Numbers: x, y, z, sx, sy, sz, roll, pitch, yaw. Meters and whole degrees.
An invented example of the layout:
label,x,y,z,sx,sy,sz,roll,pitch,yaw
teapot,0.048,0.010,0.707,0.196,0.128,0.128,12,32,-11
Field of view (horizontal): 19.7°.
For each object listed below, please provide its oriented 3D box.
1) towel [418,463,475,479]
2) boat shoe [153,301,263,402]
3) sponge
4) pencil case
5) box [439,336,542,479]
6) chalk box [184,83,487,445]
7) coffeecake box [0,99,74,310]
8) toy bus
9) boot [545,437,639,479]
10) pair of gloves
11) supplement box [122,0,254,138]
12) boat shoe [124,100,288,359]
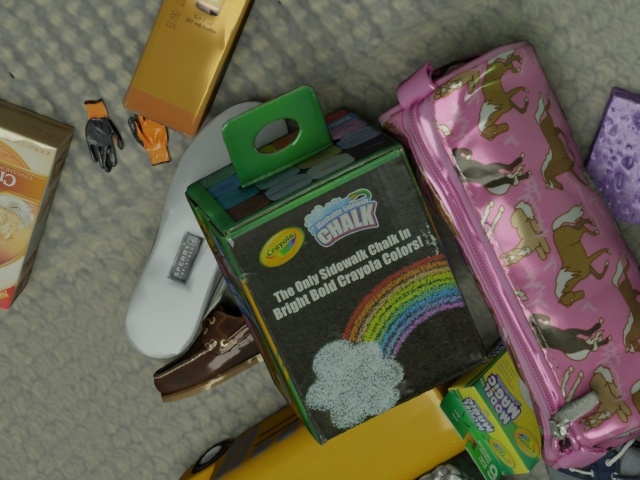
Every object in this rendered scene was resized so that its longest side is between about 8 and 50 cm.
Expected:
label,x,y,z,sx,sy,sz,roll,pitch,yaw
towel,0.095,0.365,1.820,0.283,0.121,0.235,-32,139,18
boat shoe,-0.080,0.091,1.826,0.207,0.073,0.073,-27,103,11
sponge,0.352,-0.056,1.710,0.210,0.031,0.117,18,112,3
pencil case,0.195,0.009,1.657,0.160,0.167,0.386,-26,91,1
box,0.194,0.141,1.741,0.043,0.179,0.105,-14,113,55
chalk box,0.000,0.000,1.664,0.180,0.179,0.289,-26,110,-8
coffeecake box,-0.340,-0.045,1.819,0.142,0.068,0.185,21,113,1
toy bus,0.000,0.217,1.825,0.332,0.130,0.108,-33,102,20
boot,0.272,0.203,1.761,0.190,0.069,0.086,-9,112,56
pair of gloves,-0.190,-0.105,1.800,0.083,0.010,0.074,-6,110,13
supplement box,-0.104,-0.218,1.706,0.078,0.080,0.233,25,115,0
boat shoe,-0.106,-0.010,1.781,0.096,0.088,0.267,22,96,1
